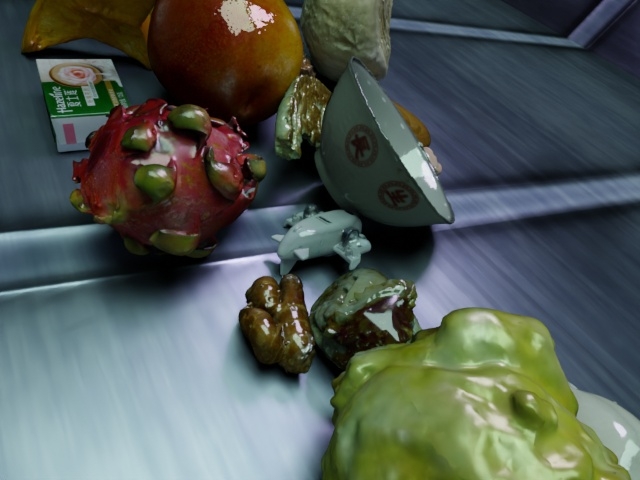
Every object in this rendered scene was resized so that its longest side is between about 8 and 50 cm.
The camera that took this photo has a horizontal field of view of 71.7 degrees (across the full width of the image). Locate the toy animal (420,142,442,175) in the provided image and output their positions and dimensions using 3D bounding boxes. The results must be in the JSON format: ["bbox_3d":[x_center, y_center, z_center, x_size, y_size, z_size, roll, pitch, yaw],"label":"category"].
[{"bbox_3d":[0.223,-0.176,0.980,0.091,0.082,0.114,-19,55,-34],"label":"toy animal"}]

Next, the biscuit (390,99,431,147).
[{"bbox_3d":[0.159,-0.303,1.072,0.261,0.037,0.262,20,34,-14],"label":"biscuit"}]

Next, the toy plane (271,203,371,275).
[{"bbox_3d":[0.000,-0.003,0.738,0.173,0.080,0.174,2,31,-1],"label":"toy plane"}]

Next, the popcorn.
[{"bbox_3d":[0.144,0.238,0.422,0.311,0.312,0.313,10,45,-10],"label":"popcorn"}]

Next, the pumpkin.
[{"bbox_3d":[-0.471,-0.484,0.919,0.289,0.258,0.095,3,61,-22],"label":"pumpkin"}]

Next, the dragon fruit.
[{"bbox_3d":[-0.204,-0.106,0.658,0.227,0.243,0.308,-11,43,25],"label":"dragon fruit"}]

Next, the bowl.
[{"bbox_3d":[0.091,-0.144,0.809,0.337,0.157,0.337,46,26,-30],"label":"bowl"}]

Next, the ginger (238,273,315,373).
[{"bbox_3d":[-0.067,0.109,0.615,0.103,0.073,0.162,16,36,-23],"label":"ginger"}]

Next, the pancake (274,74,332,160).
[{"bbox_3d":[-0.015,-0.233,0.910,0.054,0.198,0.376,-13,13,23],"label":"pancake"}]

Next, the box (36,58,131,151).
[{"bbox_3d":[-0.440,-0.259,0.833,0.135,0.081,0.199,-13,51,-30],"label":"box"}]

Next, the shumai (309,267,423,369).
[{"bbox_3d":[0.070,0.096,0.623,0.183,0.142,0.184,10,48,-12],"label":"shumai"}]

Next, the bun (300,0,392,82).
[{"bbox_3d":[0.067,-0.562,1.131,0.227,0.349,0.353,5,65,11],"label":"bun"}]

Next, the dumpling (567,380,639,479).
[{"bbox_3d":[0.387,0.291,0.579,0.179,0.131,0.252,31,20,-16],"label":"dumpling"}]

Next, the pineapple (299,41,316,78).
[{"bbox_3d":[-0.093,-0.468,1.128,0.130,0.119,0.278,-11,50,-3],"label":"pineapple"}]

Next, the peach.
[{"bbox_3d":[-0.189,-0.380,0.899,0.307,0.308,0.333,-6,62,-24],"label":"peach"}]

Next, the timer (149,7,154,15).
[{"bbox_3d":[-0.473,-0.606,1.071,0.284,0.285,0.285,10,45,-10],"label":"timer"}]
